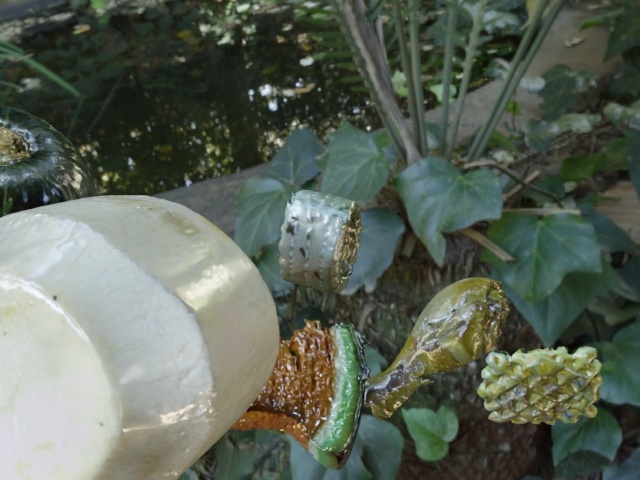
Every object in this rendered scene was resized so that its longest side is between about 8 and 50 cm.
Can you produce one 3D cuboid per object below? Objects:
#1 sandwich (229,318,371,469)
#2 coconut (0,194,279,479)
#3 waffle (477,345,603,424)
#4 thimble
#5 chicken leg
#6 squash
[{"bbox_3d":[-0.076,0.249,0.989,0.301,0.162,0.250,12,42,-10],"label":"sandwich"},{"bbox_3d":[-0.151,0.077,0.442,0.241,0.241,0.241,-10,35,7],"label":"coconut"},{"bbox_3d":[0.408,0.281,1.131,0.224,0.203,0.054,-5,39,12],"label":"waffle"},{"bbox_3d":[0.000,0.000,0.564,0.062,0.110,0.084,13,65,12],"label":"thimble"},{"bbox_3d":[0.236,0.240,1.318,0.429,0.153,0.201,-44,20,8],"label":"chicken leg"},{"bbox_3d":[-0.312,-0.043,0.585,0.193,0.155,0.193,2,36,-1],"label":"squash"}]
